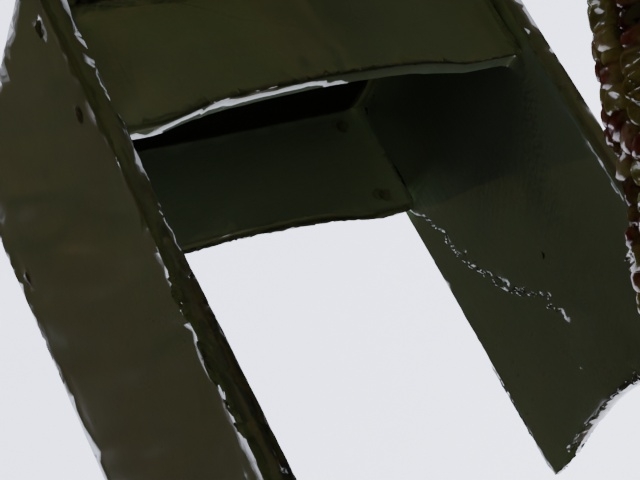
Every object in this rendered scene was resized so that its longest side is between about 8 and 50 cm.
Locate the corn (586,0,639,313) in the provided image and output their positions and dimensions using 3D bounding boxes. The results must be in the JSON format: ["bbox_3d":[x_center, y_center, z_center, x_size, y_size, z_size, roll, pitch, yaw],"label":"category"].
[{"bbox_3d":[0.164,-0.012,0.548,0.098,0.098,0.290,-15,-100,12],"label":"corn"}]

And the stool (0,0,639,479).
[{"bbox_3d":[0.000,0.000,0.673,0.243,0.170,0.270,-14,-116,-29],"label":"stool"}]
